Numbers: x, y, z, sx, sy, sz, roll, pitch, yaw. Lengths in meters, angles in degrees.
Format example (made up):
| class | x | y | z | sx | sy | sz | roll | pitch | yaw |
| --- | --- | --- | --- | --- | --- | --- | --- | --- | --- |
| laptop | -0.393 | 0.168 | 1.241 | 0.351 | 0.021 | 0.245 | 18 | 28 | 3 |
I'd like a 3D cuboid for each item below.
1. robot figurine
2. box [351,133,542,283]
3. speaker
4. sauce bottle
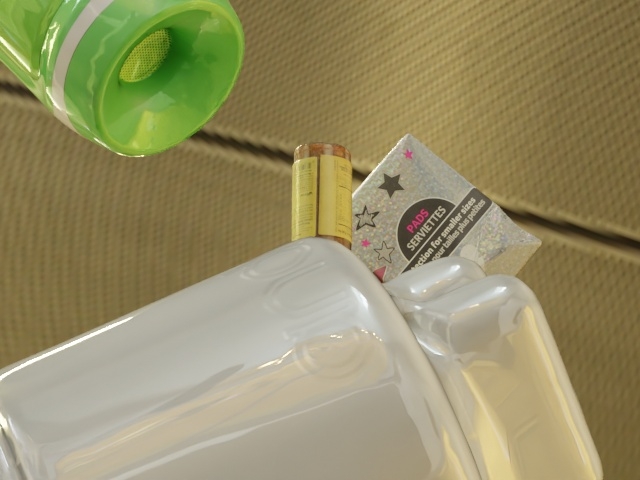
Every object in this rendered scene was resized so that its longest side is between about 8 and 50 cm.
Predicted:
| class | x | y | z | sx | sy | sz | roll | pitch | yaw |
| --- | --- | --- | --- | --- | --- | --- | --- | --- | --- |
| robot figurine | -0.056 | 0.128 | 0.835 | 0.353 | 0.300 | 0.200 | -24 | -83 | -10 |
| box | 0.035 | 0.059 | 1.465 | 0.142 | 0.247 | 0.163 | 39 | -7 | 3 |
| speaker | -0.177 | -0.178 | 1.152 | 0.296 | 0.131 | 0.131 | 43 | -43 | 32 |
| sauce bottle | 0.000 | 0.000 | 1.232 | 0.042 | 0.128 | 0.042 | 2 | -17 | 1 |
